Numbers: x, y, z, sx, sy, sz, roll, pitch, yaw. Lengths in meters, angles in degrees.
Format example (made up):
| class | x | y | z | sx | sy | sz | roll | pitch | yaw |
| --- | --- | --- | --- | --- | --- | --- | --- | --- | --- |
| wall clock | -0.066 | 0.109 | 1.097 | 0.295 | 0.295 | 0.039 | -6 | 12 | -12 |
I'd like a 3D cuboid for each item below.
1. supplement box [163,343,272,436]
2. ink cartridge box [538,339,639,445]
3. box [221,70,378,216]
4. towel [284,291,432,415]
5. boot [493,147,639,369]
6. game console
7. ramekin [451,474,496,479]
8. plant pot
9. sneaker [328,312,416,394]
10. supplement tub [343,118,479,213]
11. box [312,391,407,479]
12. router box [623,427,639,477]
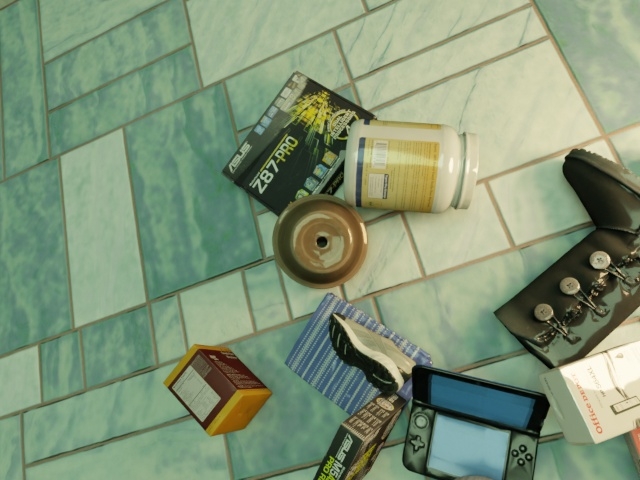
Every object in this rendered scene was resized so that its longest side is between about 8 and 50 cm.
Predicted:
| class | x | y | z | sx | sy | sz | roll | pitch | yaw |
| --- | --- | --- | --- | --- | --- | --- | --- | --- | --- |
| supplement box | -0.266 | 0.389 | 1.300 | 0.194 | 0.191 | 0.129 | 38 | 89 | 23 |
| ink cartridge box | 0.567 | 0.301 | 0.975 | 0.203 | 0.086 | 0.148 | -15 | 70 | -13 |
| box | -0.060 | -0.267 | 1.468 | 0.318 | 0.097 | 0.395 | 37 | 91 | 24 |
| towel | 0.094 | 0.317 | 1.291 | 0.336 | 0.040 | 0.243 | 31 | 89 | 25 |
| boot | 0.582 | 0.042 | 1.153 | 0.445 | 0.146 | 0.367 | -51 | 45 | 14 |
| game console | 0.334 | 0.433 | 1.098 | 0.293 | 0.173 | 0.250 | 9 | 78 | 21 |
| ramekin | 0.339 | 0.633 | 1.040 | 0.273 | 0.127 | 0.273 | 0 | 89 | 22 |
| plant pot | 0.000 | 0.000 | 1.256 | 0.263 | 0.229 | 0.263 | 0 | 89 | -1 |
| sneaker | 0.120 | 0.269 | 1.229 | 0.271 | 0.108 | 0.100 | 36 | 133 | 37 |
| supplement tub | 0.227 | -0.188 | 1.264 | 0.316 | 0.228 | 0.228 | 6 | 77 | 8 |
| box | 0.082 | 0.465 | 1.094 | 0.060 | 0.270 | 0.216 | 31 | 103 | 24 |
| router box | 0.802 | 0.425 | 0.993 | 0.301 | 0.082 | 0.335 | -18 | 70 | 13 |
